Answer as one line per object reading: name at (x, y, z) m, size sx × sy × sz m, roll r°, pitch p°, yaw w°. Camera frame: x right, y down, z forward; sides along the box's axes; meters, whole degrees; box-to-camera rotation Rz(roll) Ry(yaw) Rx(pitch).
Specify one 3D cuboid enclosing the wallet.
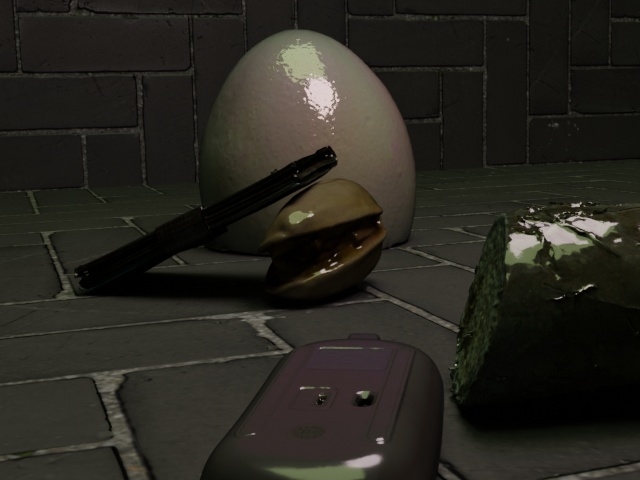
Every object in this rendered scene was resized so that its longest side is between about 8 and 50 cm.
wallet at (-0.135, -0.024, 1.101) m, size 0.317 × 0.044 × 0.169 m, roll -25°, pitch 4°, yaw 19°

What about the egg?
egg at (-0.024, -0.163, 1.451) m, size 0.354 × 0.340 × 0.354 m, roll -1°, pitch 10°, yaw 0°

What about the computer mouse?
computer mouse at (0.009, 0.110, 0.522) m, size 0.120 × 0.057 × 0.232 m, roll 0°, pitch 11°, yaw 10°

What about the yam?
yam at (0.216, 0.044, 0.653) m, size 0.254 × 0.154 × 0.154 m, roll -4°, pitch 8°, yaw -1°

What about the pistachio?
pistachio at (0.000, 0.000, 1.049) m, size 0.131 × 0.130 × 0.206 m, roll -15°, pitch 7°, yaw 35°
